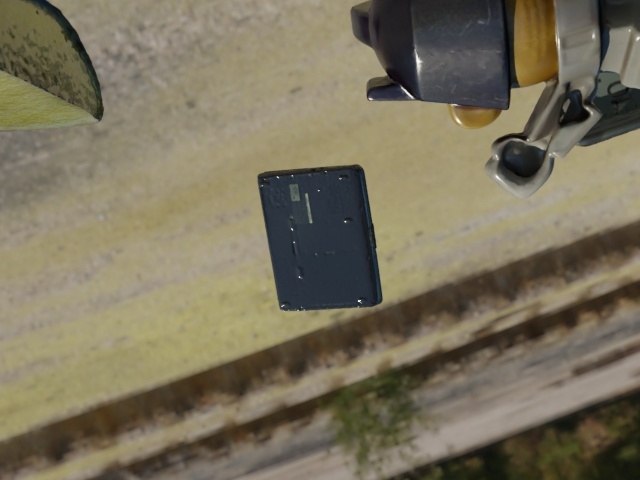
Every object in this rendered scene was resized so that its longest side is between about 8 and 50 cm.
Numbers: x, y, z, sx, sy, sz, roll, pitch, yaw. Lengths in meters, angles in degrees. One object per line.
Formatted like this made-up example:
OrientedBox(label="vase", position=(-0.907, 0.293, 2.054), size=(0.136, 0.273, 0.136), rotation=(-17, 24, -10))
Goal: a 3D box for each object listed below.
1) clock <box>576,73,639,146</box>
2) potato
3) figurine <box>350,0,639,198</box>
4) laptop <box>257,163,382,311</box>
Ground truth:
OrientedBox(label="clock", position=(0.421, -0.288, 1.786), size=(0.279, 0.273, 0.049), rotation=(-18, 174, 17))
OrientedBox(label="potato", position=(-0.417, -0.196, 1.500), size=(0.255, 0.112, 0.269), rotation=(-8, 165, 21))
OrientedBox(label="figurine", position=(0.166, -0.191, 1.110), size=(0.308, 0.308, 0.143), rotation=(-21, 172, 0))
OrientedBox(label="laptop", position=(0.000, 0.000, 1.866), size=(0.154, 0.207, 0.026), rotation=(-3, -161, 17))
